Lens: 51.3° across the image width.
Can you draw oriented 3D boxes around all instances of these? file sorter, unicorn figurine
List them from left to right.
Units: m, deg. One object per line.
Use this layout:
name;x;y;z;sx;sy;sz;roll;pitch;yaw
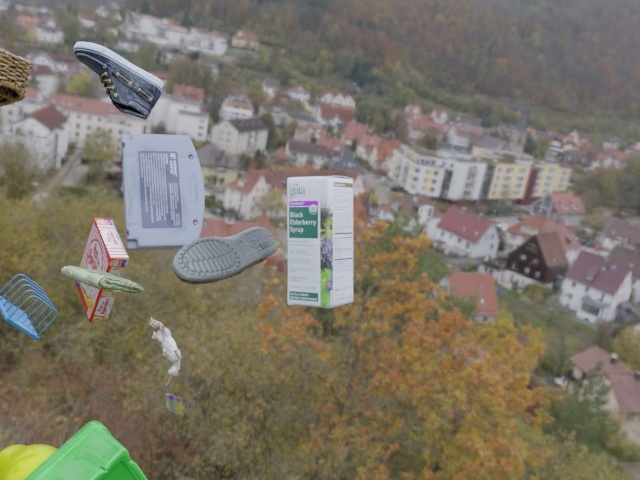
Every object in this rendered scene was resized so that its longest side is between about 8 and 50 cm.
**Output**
file sorter;-0.867;0.191;1.971;0.170;0.104;0.118;31;-15;48
unicorn figurine;-0.372;0.267;1.634;0.060;0.162;0.111;-12;-15;-7

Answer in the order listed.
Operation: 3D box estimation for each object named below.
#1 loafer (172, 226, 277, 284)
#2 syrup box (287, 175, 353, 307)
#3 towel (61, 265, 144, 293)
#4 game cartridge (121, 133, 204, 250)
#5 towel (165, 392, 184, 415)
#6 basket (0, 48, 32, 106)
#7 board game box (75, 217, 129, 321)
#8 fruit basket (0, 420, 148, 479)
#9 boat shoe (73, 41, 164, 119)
loafer;-0.192;0.044;1.328;0.251;0.087;0.094;-14;65;-47
syrup box;0.000;0.000;1.234;0.093;0.237;0.096;2;4;33
towel;-0.430;0.077;1.323;0.110;0.027;0.148;15;-3;22
game cartridge;-0.388;-0.120;1.654;0.196;0.294;0.060;-2;-14;-17
towel;-0.441;0.497;2.022;0.083;0.060;0.009;0;9;43
basket;-0.972;-0.448;1.880;0.213;0.223;0.299;19;4;6
board game box;-0.506;0.068;1.538;0.045;0.193;0.147;3;36;-38
fruit basket;-0.623;0.614;1.568;0.392;0.283;0.392;-24;19;9
boat shoe;-0.398;-0.307;1.283;0.183;0.083;0.065;26;-18;-14
